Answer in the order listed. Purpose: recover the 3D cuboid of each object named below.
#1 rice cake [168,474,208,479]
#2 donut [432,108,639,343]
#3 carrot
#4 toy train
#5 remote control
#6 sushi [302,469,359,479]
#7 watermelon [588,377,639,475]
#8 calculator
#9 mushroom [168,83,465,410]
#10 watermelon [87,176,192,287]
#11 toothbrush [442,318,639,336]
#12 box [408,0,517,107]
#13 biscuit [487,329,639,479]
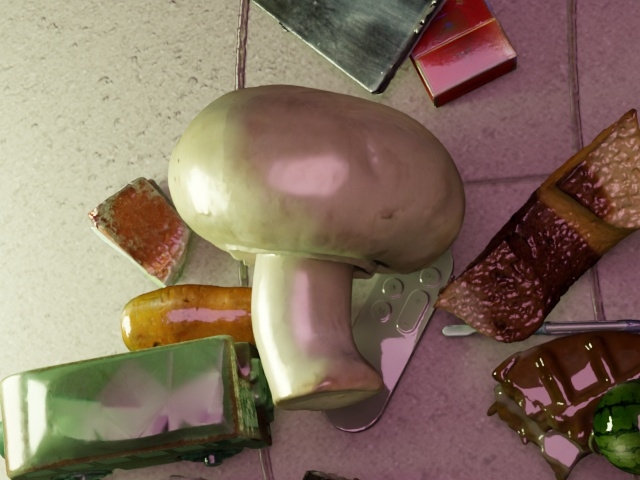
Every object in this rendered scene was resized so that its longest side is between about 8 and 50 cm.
[{"bbox_3d":[-0.131,0.389,1.472,0.055,0.049,0.270,-17,72,28],"label":"rice cake"},{"bbox_3d":[0.261,-0.005,1.468,0.295,0.151,0.112,-43,87,10],"label":"donut"},{"bbox_3d":[-0.129,0.088,1.530,0.193,0.087,0.087,-8,75,9],"label":"carrot"},{"bbox_3d":[-0.213,0.193,1.481,0.326,0.159,0.129,-10,72,8],"label":"toy train"},{"bbox_3d":[0.076,0.104,1.524,0.077,0.022,0.245,25,80,17],"label":"remote control"},{"bbox_3d":[0.044,0.299,1.446,0.150,0.090,0.078,16,83,11],"label":"sushi"},{"bbox_3d":[0.311,0.180,1.310,0.109,0.109,0.109,-2,75,9],"label":"watermelon"},{"bbox_3d":[0.016,-0.305,1.599,0.262,0.021,0.161,42,110,22],"label":"calculator"},{"bbox_3d":[0.007,-0.034,1.402,0.315,0.315,0.356,-31,44,1],"label":"mushroom"},{"bbox_3d":[-0.222,-0.035,1.559,0.121,0.158,0.098,32,83,43],"label":"watermelon"},{"bbox_3d":[0.246,0.099,1.499,0.219,0.019,0.016,-3,77,8],"label":"toothbrush"},{"bbox_3d":[0.145,-0.258,1.591,0.112,0.048,0.175,-27,73,1],"label":"box"},{"bbox_3d":[0.345,0.262,1.391,0.268,0.115,0.366,-20,75,5],"label":"biscuit"}]
